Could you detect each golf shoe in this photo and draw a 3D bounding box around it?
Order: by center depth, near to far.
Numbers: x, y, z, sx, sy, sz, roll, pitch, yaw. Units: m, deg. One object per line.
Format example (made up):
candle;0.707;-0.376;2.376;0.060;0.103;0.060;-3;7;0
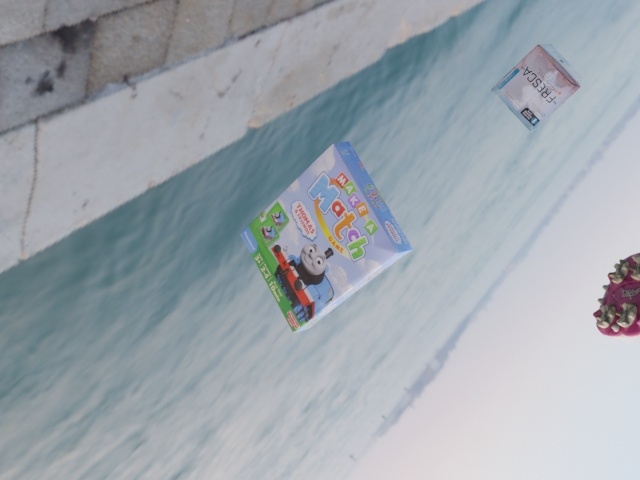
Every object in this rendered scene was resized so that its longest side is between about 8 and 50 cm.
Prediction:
golf shoe;0.385;0.076;0.691;0.115;0.140;0.306;-64;-170;-2

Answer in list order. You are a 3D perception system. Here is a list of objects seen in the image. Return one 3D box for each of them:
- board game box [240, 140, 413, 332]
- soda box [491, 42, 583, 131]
board game box;0.000;0.000;0.970;0.039;0.160;0.211;-12;157;-50
soda box;0.228;-0.162;0.784;0.063;0.058;0.183;-45;176;24
